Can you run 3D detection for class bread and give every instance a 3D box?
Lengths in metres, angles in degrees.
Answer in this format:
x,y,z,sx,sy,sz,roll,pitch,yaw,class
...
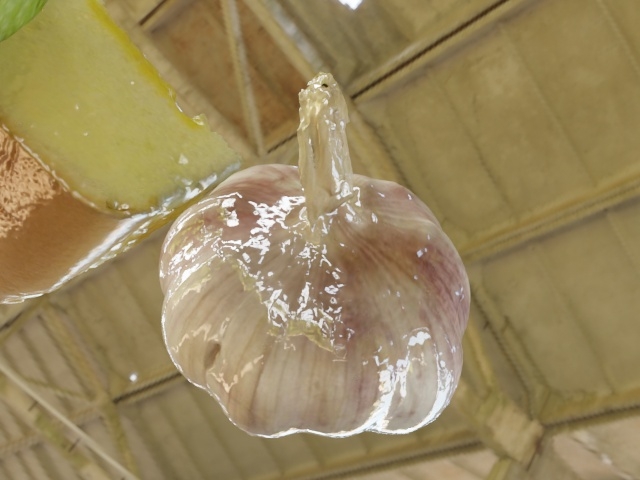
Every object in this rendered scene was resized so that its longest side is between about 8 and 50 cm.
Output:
x,y,z,sx,sy,sz,roll,pitch,yaw,class
-0.157,-0.060,0.597,0.169,0.140,0.160,-30,-88,42,bread

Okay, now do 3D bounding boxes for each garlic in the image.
x,y,z,sx,sy,sz,roll,pitch,yaw,class
0.000,0.000,0.772,0.245,0.245,0.253,21,-55,18,garlic

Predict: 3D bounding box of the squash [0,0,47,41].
x,y,z,sx,sy,sz,roll,pitch,yaw,class
-0.234,-0.186,0.481,0.252,0.252,0.049,40,-44,-4,squash
